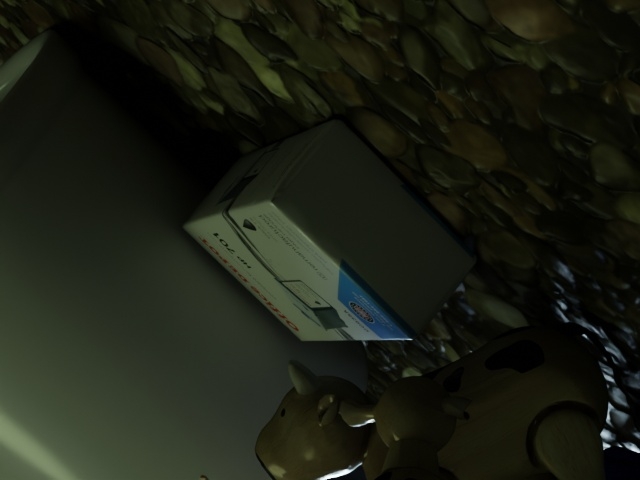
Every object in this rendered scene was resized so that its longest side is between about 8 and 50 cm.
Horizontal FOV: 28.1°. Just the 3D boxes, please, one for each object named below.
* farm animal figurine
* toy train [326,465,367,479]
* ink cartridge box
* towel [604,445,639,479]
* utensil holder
[{"bbox_3d":[0.054,0.142,0.805,0.172,0.327,0.330,69,161,-2],"label":"farm animal figurine"},{"bbox_3d":[0.118,0.354,1.440,0.334,0.142,0.190,34,151,15],"label":"toy train"},{"bbox_3d":[0.000,0.000,0.913,0.139,0.082,0.191,44,159,-14],"label":"ink cartridge box"},{"bbox_3d":[0.150,0.244,0.846,0.076,0.308,0.228,61,160,-2],"label":"towel"},{"bbox_3d":[-0.195,0.073,1.077,0.385,0.327,0.328,44,161,-19],"label":"utensil holder"}]
